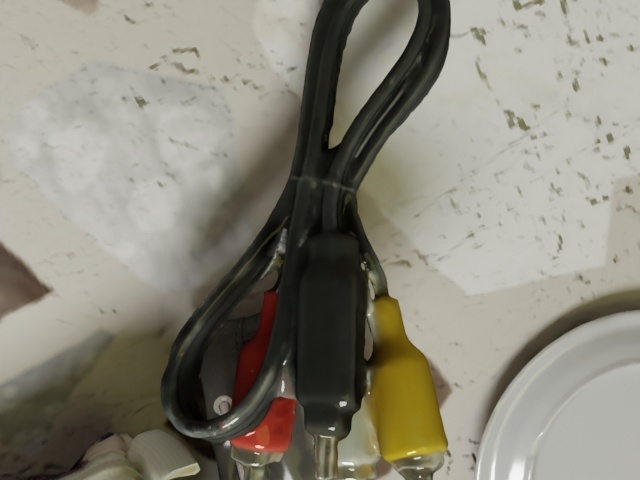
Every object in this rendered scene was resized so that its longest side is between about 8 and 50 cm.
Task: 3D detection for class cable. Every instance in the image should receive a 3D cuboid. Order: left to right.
[{"bbox_3d":[0.000,0.000,0.721,0.140,0.072,0.287,2,79,16],"label":"cable"}]

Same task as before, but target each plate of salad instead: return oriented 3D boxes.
[{"bbox_3d":[0.185,0.136,0.899,0.200,0.048,0.199,-5,106,-16],"label":"plate of salad"}]

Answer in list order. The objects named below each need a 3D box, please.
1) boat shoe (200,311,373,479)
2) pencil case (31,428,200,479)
[{"bbox_3d":[-0.028,0.196,0.808,0.096,0.112,0.335,2,104,-4],"label":"boat shoe"},{"bbox_3d":[-0.240,0.230,0.710,0.410,0.160,0.183,-20,131,-11],"label":"pencil case"}]
